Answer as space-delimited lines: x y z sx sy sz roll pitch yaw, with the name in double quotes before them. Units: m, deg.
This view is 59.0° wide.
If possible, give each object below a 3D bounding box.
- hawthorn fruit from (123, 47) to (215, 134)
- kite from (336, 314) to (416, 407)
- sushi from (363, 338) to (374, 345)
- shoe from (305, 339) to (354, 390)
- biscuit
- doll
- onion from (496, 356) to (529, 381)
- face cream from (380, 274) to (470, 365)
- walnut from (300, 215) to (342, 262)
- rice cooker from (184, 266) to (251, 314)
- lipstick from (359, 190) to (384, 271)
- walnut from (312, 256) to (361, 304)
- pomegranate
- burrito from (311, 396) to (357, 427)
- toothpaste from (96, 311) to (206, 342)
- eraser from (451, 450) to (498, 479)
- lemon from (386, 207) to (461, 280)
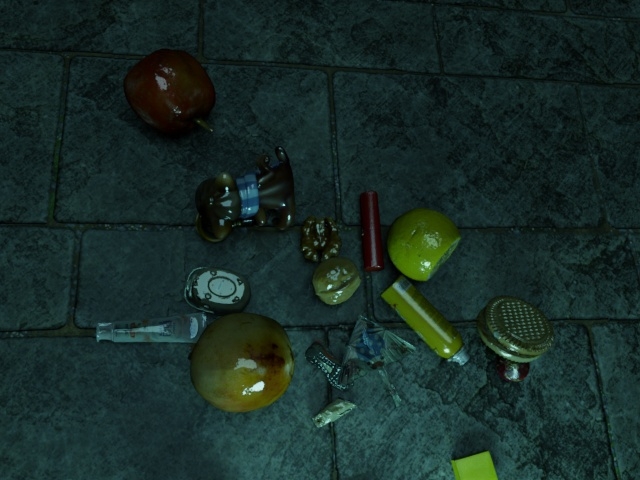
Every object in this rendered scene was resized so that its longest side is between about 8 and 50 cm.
"hawthorn fruit" -0.479 -0.475 1.896 0.330 0.287 0.287 44 70 -1
"kite" 0.179 0.386 1.803 0.335 0.011 0.314 -18 81 -30
"sushi" 0.138 0.336 1.838 0.083 0.046 0.044 8 71 -8
"shoe" 0.037 0.391 1.793 0.194 0.074 0.077 43 26 -7
"biscuit" 0.646 0.290 1.883 0.259 0.079 0.259 10 41 -9
"doll" -0.241 -0.141 1.831 0.340 0.318 0.209 -17 33 -34
"onion" 0.640 0.415 1.879 0.107 0.097 0.107 -11 70 32
"face cream" 0.354 0.271 1.868 0.105 0.105 0.348 -42 83 -20
"walnut" 0.000 0.000 1.916 0.143 0.069 0.170 4 69 -7
"rice cooker" -0.319 0.157 1.777 0.206 0.127 0.145 15 69 -14
"lipstick" 0.175 -0.034 1.958 0.073 0.073 0.279 0 72 -10
"walnut" 0.053 0.129 1.842 0.166 0.149 0.166 -11 111 -29
"pomegranate" -0.236 0.351 1.636 0.319 0.319 0.319 3 71 -9
"burrito" 0.042 0.530 1.759 0.149 0.041 0.055 -25 91 -20
"toothpaste" -0.514 0.275 1.740 0.323 0.066 0.100 -1 74 -15
"eraser" 0.481 0.722 1.769 0.122 0.045 0.097 -11 73 -12
"lemon" 0.329 0.000 1.890 0.219 0.240 0.240 40 69 19
